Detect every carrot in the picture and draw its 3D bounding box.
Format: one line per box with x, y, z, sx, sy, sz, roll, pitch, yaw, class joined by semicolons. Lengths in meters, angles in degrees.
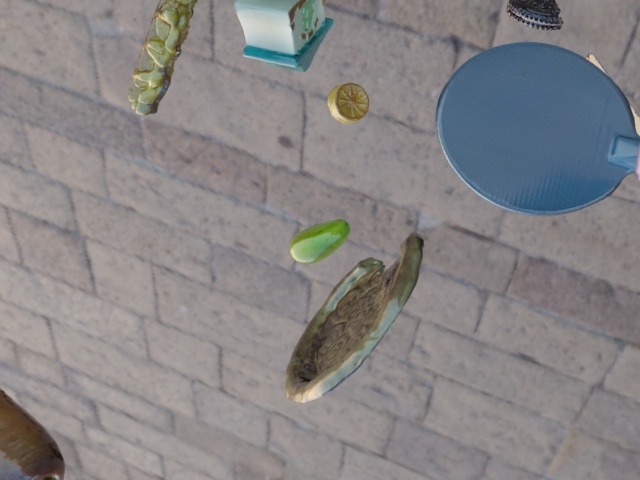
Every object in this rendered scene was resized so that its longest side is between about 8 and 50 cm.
-0.261;0.101;0.678;0.248;0.059;0.059;37;150;30;carrot

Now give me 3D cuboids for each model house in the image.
-0.051;-0.325;1.482;0.101;0.127;0.148;18;141;23;model house

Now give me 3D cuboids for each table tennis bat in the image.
0.300;-0.124;1.167;0.329;0.215;0.044;15;169;3;table tennis bat

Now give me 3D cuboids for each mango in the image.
0.000;0.000;1.504;0.108;0.073;0.056;-30;97;24;mango

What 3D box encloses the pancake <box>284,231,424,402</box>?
0.034;0.084;1.019;0.029;0.212;0.235;38;148;-10;pancake

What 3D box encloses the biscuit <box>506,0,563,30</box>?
0.289;-0.305;1.283;0.087;0.089;0.027;33;132;29;biscuit

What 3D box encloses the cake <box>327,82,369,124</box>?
0.056;-0.274;1.939;0.084;0.084;0.044;43;165;-18;cake

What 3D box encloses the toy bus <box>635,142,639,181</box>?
0.362;-0.107;0.891;0.108;0.199;0.096;18;121;24;toy bus

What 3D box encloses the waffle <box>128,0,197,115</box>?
-0.230;-0.335;1.483;0.058;0.300;0.281;20;118;-15;waffle

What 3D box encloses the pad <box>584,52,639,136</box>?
0.384;-0.162;1.378;0.142;0.003;0.211;57;164;11;pad
